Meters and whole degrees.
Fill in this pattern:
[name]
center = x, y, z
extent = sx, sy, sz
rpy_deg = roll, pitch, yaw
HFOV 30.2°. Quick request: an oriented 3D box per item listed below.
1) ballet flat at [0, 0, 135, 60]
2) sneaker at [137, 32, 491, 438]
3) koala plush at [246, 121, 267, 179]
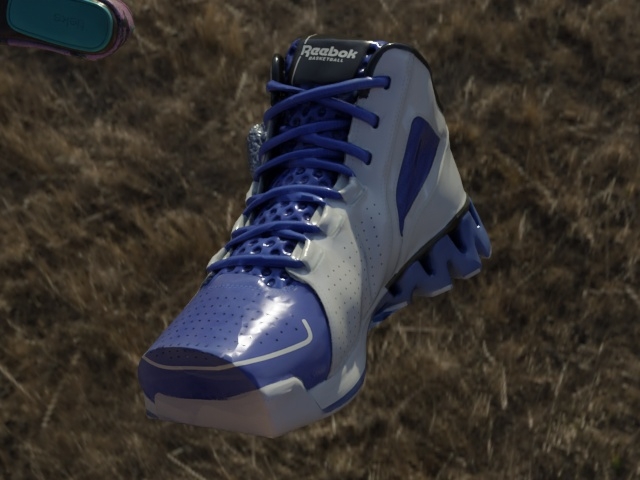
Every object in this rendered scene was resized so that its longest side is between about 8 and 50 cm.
[ballet flat]
center = -0.266, -0.204, 1.020
extent = 0.222, 0.079, 0.076
rpy_deg = 14, 102, 3
[sneaker]
center = -0.006, -0.026, 0.728
extent = 0.127, 0.182, 0.315
rpy_deg = 1, 23, 33
[koala plush]
center = 0.000, 0.000, 1.414
extent = 0.203, 0.196, 0.221
rpy_deg = 8, 65, 5
